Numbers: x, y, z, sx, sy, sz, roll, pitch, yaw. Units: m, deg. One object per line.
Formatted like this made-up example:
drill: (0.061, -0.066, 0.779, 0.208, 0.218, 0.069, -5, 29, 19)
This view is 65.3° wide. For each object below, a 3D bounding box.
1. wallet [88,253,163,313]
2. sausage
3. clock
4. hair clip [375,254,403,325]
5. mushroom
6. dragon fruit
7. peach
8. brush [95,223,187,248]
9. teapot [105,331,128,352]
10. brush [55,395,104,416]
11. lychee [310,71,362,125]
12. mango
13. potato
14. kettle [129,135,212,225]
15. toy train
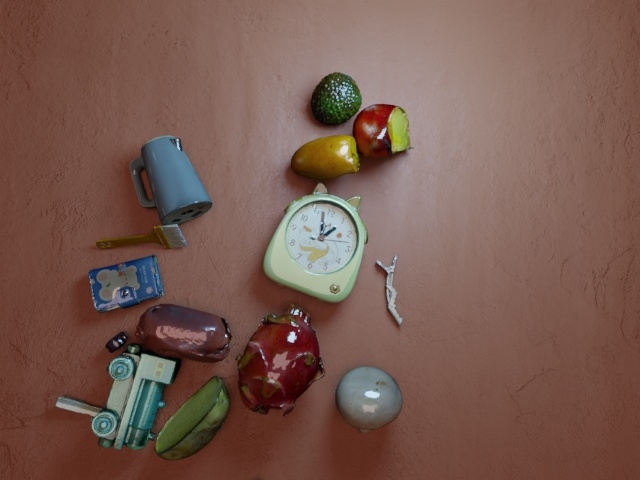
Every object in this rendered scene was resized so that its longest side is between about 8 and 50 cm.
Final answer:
wallet: (-0.589, 0.134, 1.515, 0.202, 0.059, 0.141, -14, 81, -8)
sausage: (-0.399, 0.274, 1.473, 0.279, 0.152, 0.152, 13, 85, -5)
clock: (0.000, 0.000, 1.547, 0.285, 0.117, 0.349, 22, 83, -3)
hair clip: (0.221, 0.163, 1.595, 0.072, 0.034, 0.226, -5, 88, -2)
mushroom: (0.142, 0.491, 1.499, 0.204, 0.204, 0.205, 0, 86, -5)
dragon fruit: (-0.113, 0.352, 1.461, 0.250, 0.250, 0.315, 45, 65, 0)
peach: (0.172, -0.333, 1.519, 0.153, 0.267, 0.159, -1, 106, 28)
brush: (-0.552, -0.001, 1.522, 0.272, 0.103, 0.013, -7, 49, 3)
teapot: (-0.609, 0.311, 1.497, 0.100, 0.068, 0.045, -39, 92, 29)
brush: (-0.699, 0.505, 1.495, 0.178, 0.030, 0.033, 21, 75, -14)
lychee: (0.048, -0.439, 1.571, 0.171, 0.171, 0.171, 0, 86, -5)
mango: (0.009, -0.248, 1.520, 0.153, 0.252, 0.126, -15, 100, -49)
potato: (-0.355, 0.545, 1.470, 0.271, 0.160, 0.111, -45, 115, -7)
kettle: (-0.469, -0.174, 1.520, 0.210, 0.160, 0.243, -29, 80, 21)
toy train: (-0.540, 0.460, 1.462, 0.194, 0.120, 0.299, 16, 82, -11)
